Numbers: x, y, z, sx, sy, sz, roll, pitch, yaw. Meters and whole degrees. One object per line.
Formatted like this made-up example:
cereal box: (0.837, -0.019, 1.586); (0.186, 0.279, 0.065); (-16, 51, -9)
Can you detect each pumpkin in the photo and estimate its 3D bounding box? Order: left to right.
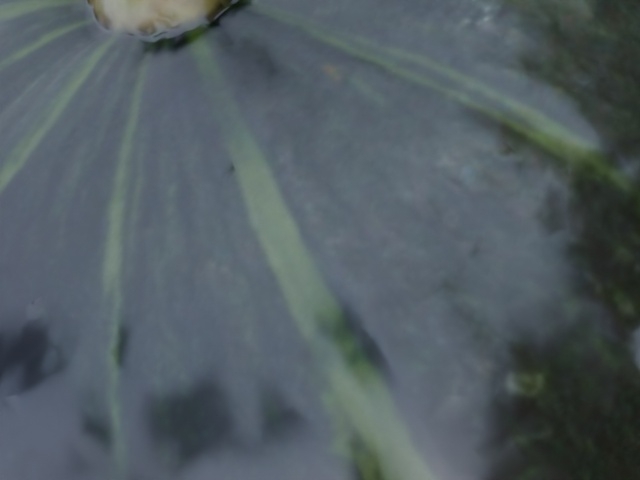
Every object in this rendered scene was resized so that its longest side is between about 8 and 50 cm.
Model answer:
pumpkin: (0.000, 0.000, 0.511); (0.241, 0.323, 0.323); (49, -160, -54)
